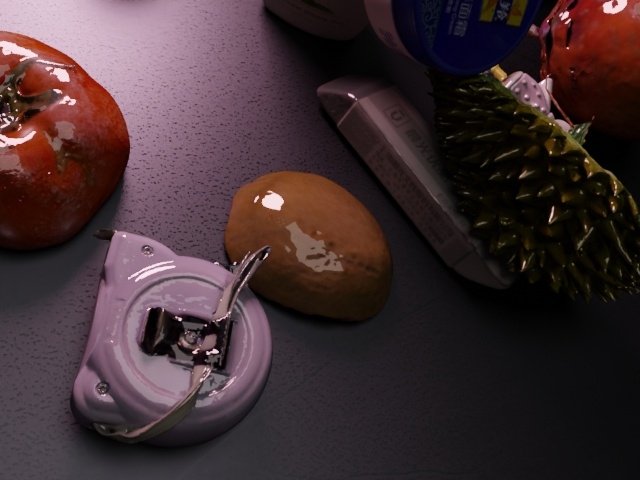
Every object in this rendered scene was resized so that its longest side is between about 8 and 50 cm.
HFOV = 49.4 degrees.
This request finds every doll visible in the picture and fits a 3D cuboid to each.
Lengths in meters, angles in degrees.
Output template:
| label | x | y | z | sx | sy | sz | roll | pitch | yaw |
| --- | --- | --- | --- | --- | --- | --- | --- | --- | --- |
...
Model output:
| label | x | y | z | sx | sy | sz | roll | pitch | yaw |
| --- | --- | --- | --- | --- | --- | --- | --- | --- | --- |
| doll | 0.304 | -0.174 | 1.006 | 0.207 | 0.081 | 0.129 | 44 | 83 | 0 |

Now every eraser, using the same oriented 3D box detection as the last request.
| label | x | y | z | sx | sy | sz | roll | pitch | yaw |
| --- | --- | --- | --- | --- | --- | --- | --- | --- | --- |
| eraser | 0.130 | -0.084 | 0.889 | 0.089 | 0.061 | 0.351 | -32 | 81 | -37 |

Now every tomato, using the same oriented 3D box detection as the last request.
| label | x | y | z | sx | sy | sz | roll | pitch | yaw |
| --- | --- | --- | --- | --- | --- | --- | --- | --- | --- |
| tomato | -0.302 | -0.111 | 0.683 | 0.237 | 0.095 | 0.236 | 11 | 60 | -19 |

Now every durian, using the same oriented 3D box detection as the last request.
| label | x | y | z | sx | sy | sz | roll | pitch | yaw |
| --- | --- | --- | --- | --- | --- | --- | --- | --- | --- |
| durian | 0.262 | -0.092 | 0.834 | 0.198 | 0.163 | 0.394 | -22 | 63 | -40 |

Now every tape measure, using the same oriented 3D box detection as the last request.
| label | x | y | z | sx | sy | sz | roll | pitch | yaw |
| --- | --- | --- | --- | --- | --- | --- | --- | --- | --- |
| tape measure | -0.130 | 0.092 | 0.648 | 0.179 | 0.105 | 0.196 | 9 | 59 | -21 |

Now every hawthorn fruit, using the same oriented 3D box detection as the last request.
| label | x | y | z | sx | sy | sz | roll | pitch | yaw |
| --- | --- | --- | --- | --- | --- | --- | --- | --- | --- |
| hawthorn fruit | 0.435 | -0.287 | 1.034 | 0.308 | 0.276 | 0.275 | 5 | 59 | 3 |

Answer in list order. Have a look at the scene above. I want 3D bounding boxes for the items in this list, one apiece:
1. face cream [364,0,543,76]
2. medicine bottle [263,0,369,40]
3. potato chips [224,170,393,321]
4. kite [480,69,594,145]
| label | x | y | z | sx | sy | sz | roll | pitch | yaw |
| --- | --- | --- | --- | --- | --- | --- | --- | --- | --- |
| face cream | 0.151 | -0.298 | 0.786 | 0.206 | 0.205 | 0.111 | -13 | 35 | -30 |
| medicine bottle | 0.039 | -0.392 | 0.870 | 0.161 | 0.296 | 0.111 | 19 | 57 | -16 |
| potato chips | 0.000 | -0.001 | 0.786 | 0.195 | 0.062 | 0.208 | -29 | 76 | -36 |
| kite | 0.281 | -0.149 | 0.962 | 0.198 | 0.006 | 0.244 | -27 | 91 | 0 |
